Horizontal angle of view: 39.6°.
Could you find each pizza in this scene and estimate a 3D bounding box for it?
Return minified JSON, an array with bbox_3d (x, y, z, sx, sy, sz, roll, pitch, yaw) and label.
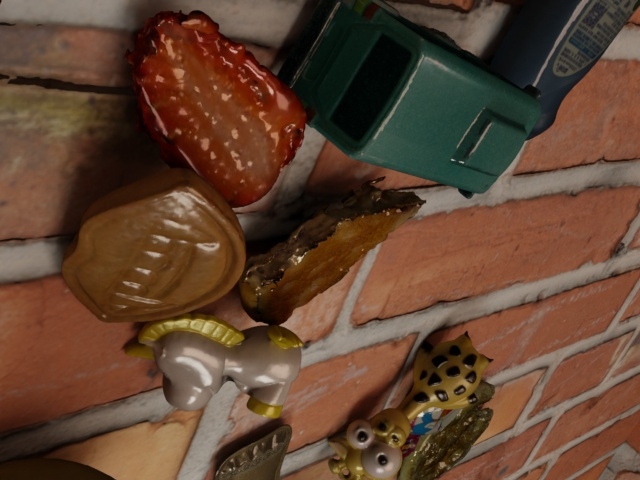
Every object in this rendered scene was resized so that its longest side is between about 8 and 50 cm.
[{"bbox_3d":[0.000,0.000,0.921,0.226,0.069,0.147,-40,158,3],"label":"pizza"}]

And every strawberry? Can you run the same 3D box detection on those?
[{"bbox_3d":[-0.089,-0.109,0.703,0.121,0.082,0.188,-46,135,-14],"label":"strawberry"}]

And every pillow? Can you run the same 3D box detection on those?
[{"bbox_3d":[-0.099,0.337,1.198,0.130,0.033,0.217,-23,140,-36],"label":"pillow"}]

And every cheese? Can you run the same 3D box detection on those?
[{"bbox_3d":[0.168,0.289,1.442,0.155,0.062,0.244,8,118,-55],"label":"cheese"}]

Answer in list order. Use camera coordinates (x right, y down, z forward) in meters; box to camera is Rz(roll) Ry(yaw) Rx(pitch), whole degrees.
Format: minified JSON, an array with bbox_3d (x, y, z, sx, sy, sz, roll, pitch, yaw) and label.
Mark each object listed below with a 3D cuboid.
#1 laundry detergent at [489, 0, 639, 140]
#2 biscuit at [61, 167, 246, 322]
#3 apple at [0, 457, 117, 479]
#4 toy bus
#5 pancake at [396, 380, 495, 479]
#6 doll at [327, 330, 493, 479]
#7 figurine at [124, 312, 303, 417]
[{"bbox_3d":[0.249,-0.205,0.994,0.290,0.094,0.143,-55,154,16],"label":"laundry detergent"},{"bbox_3d":[-0.135,0.016,0.730,0.142,0.029,0.220,15,142,-26],"label":"biscuit"},{"bbox_3d":[-0.278,0.336,0.799,0.295,0.233,0.258,-60,162,-9],"label":"apple"},{"bbox_3d":[0.093,-0.129,0.827,0.256,0.147,0.128,9,119,-52],"label":"toy bus"},{"bbox_3d":[0.230,0.363,1.618,0.254,0.037,0.253,-32,145,-26],"label":"pancake"},{"bbox_3d":[0.131,0.252,1.318,0.291,0.117,0.086,-42,168,-7],"label":"doll"},{"bbox_3d":[-0.107,0.116,0.898,0.178,0.109,0.129,5,140,-11],"label":"figurine"}]
